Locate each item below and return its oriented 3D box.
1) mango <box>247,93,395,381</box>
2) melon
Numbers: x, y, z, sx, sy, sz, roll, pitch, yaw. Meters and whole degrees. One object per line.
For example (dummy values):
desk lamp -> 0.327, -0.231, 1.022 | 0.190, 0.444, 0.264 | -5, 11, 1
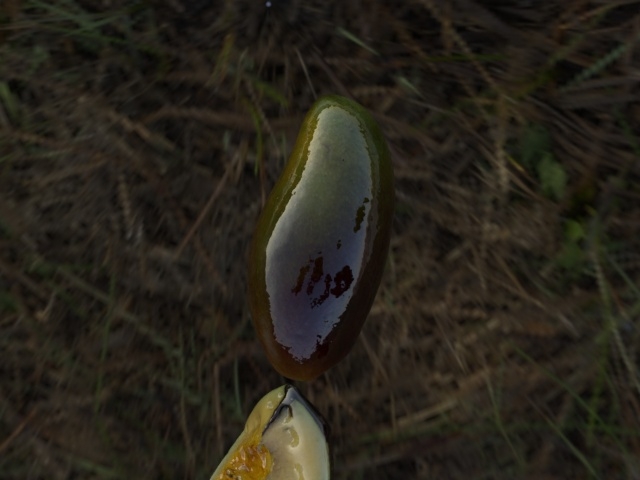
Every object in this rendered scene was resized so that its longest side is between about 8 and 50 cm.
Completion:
mango -> 0.000, 0.000, 1.800 | 0.133, 0.111, 0.267 | 9, 95, -28
melon -> -0.046, 0.194, 1.505 | 0.079, 0.128, 0.160 | 33, 80, -11
